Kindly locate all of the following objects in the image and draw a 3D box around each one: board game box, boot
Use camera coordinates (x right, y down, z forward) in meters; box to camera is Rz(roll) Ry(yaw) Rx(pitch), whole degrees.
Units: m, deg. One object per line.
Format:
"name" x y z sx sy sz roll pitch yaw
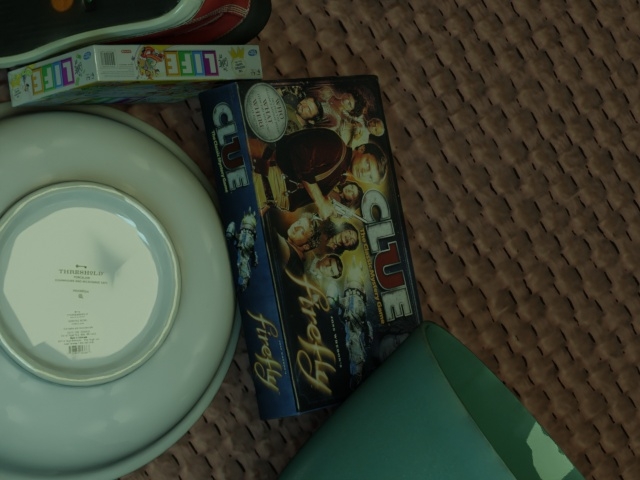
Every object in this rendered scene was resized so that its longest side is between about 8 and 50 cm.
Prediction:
"board game box" 0.000 0.000 1.481 0.165 0.042 0.243 -10 88 -50
"boot" -0.168 -0.166 1.465 0.244 0.176 0.088 -3 86 20
"board game box" -0.133 -0.119 1.429 0.154 0.103 0.026 -6 87 -44

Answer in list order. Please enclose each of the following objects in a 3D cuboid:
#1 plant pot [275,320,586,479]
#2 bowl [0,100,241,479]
"plant pot" 0.077 0.243 1.404 0.235 0.293 0.293 -40 98 8
"bowl" -0.183 0.034 1.416 0.297 0.134 0.298 2 84 -16
